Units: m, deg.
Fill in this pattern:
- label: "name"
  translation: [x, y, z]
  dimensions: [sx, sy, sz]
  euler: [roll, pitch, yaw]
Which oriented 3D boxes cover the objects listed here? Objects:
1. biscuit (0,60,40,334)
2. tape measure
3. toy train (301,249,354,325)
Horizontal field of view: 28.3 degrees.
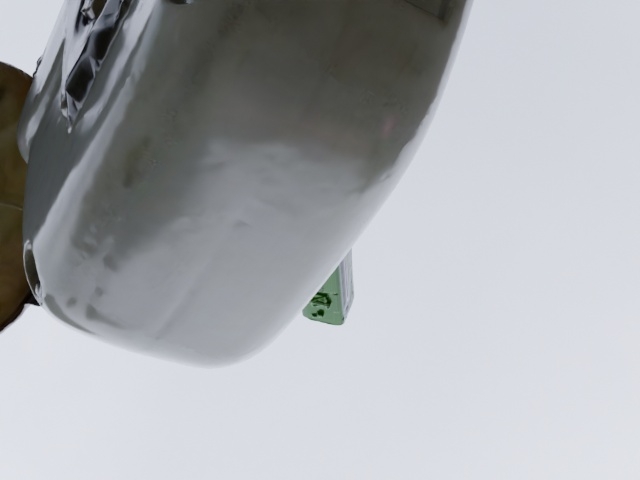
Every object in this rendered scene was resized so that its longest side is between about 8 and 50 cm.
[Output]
- label: "biscuit"
  translation: [-0.241, -0.033, 0.788]
  dimensions: [0.203, 0.041, 0.260]
  euler: [51, -141, -9]
- label: "tape measure"
  translation: [-0.038, -0.101, 0.530]
  dimensions: [0.130, 0.258, 0.265]
  euler: [21, -153, -21]
- label: "toy train"
  translation: [0.000, 0.000, 1.109]
  dimensions: [0.044, 0.209, 0.042]
  euler: [12, -127, 13]
